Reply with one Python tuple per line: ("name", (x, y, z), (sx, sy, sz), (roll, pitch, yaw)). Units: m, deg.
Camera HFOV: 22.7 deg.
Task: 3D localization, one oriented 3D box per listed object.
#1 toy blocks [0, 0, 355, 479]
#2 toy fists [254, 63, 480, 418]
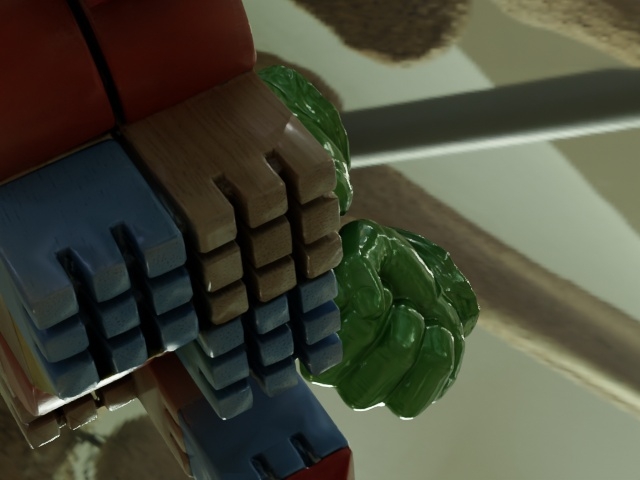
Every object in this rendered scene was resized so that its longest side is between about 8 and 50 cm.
("toy blocks", (-0.089, -0.040, 0.555), (0.190, 0.261, 0.381), (-25, -40, -17))
("toy fists", (0.000, 0.000, 1.114), (0.279, 0.096, 0.142), (52, -139, -3))
